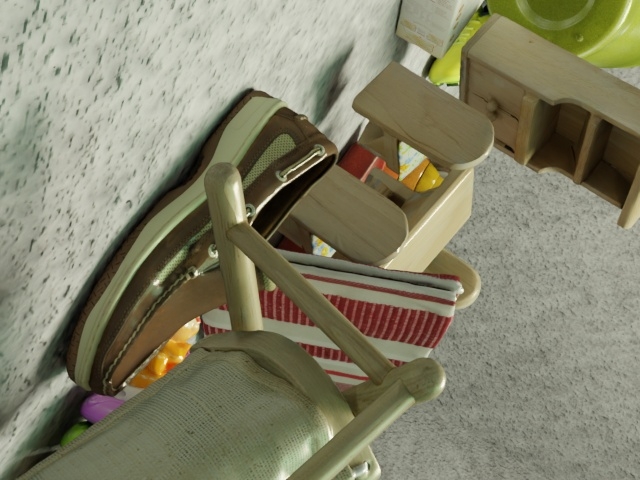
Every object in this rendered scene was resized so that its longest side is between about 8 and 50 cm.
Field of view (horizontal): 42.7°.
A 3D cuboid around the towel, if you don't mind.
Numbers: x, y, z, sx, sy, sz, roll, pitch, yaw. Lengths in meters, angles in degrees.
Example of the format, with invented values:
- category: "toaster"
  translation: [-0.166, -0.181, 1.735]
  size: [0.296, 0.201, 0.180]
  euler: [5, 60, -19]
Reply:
- category: "towel"
  translation: [-0.005, 0.092, 0.844]
  size: [0.329, 0.237, 0.037]
  euler: [102, -3, -62]

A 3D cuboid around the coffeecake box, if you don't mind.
- category: "coffeecake box"
  translation: [0.155, -0.313, 0.897]
  size: [0.142, 0.068, 0.185]
  euler: [-55, 170, -18]

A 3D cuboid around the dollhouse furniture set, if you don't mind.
- category: "dollhouse furniture set"
  translation: [0.181, -0.026, 0.931]
  size: [0.394, 0.256, 0.362]
  euler: [-47, 156, -16]

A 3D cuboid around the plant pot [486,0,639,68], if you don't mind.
- category: "plant pot"
  translation: [0.456, -0.442, 1.374]
  size: [0.353, 0.366, 0.366]
  euler: [-31, 152, -49]

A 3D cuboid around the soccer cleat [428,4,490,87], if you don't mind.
- category: "soccer cleat"
  translation: [0.250, -0.332, 1.383]
  size: [0.289, 0.093, 0.121]
  euler: [-40, 129, -52]

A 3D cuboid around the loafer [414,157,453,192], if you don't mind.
- category: "loafer"
  translation: [0.169, -0.094, 1.580]
  size: [0.366, 0.134, 0.130]
  euler: [122, -27, -73]

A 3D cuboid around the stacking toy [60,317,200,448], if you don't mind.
- category: "stacking toy"
  translation: [-0.149, 0.173, 0.646]
  size: [0.175, 0.166, 0.302]
  euler: [43, 62, -71]

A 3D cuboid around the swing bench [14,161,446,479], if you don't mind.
- category: "swing bench"
  translation: [-0.105, 0.138, 0.423]
  size: [0.253, 0.165, 0.254]
  euler: [-35, 159, -29]

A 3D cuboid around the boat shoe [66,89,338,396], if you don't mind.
- category: "boat shoe"
  translation: [-0.074, 0.009, 0.589]
  size: [0.257, 0.095, 0.095]
  euler: [-57, 171, -14]

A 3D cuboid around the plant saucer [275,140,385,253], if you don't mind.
- category: "plant saucer"
  translation: [0.000, 0.000, 1.123]
  size: [0.259, 0.048, 0.258]
  euler: [-56, 170, -27]

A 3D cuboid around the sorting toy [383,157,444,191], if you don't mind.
- category: "sorting toy"
  translation: [0.123, -0.052, 1.377]
  size: [0.127, 0.126, 0.365]
  euler: [-55, 169, -27]
